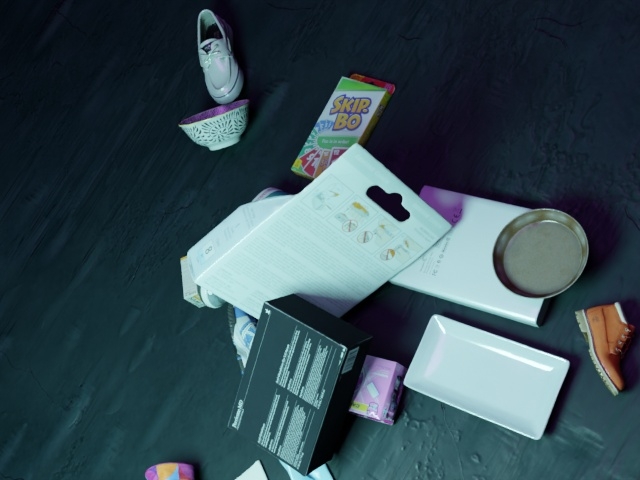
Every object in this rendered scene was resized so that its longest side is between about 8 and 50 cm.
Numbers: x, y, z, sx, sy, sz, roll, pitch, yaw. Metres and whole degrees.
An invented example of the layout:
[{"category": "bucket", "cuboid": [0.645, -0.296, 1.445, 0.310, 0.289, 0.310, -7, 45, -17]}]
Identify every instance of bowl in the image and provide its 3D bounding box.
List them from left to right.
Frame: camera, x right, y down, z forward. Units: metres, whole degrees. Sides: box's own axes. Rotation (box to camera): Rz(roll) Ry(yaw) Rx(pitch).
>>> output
[{"category": "bowl", "cuboid": [-0.227, -0.253, 2.056, 0.170, 0.170, 0.080, -12, 107, 25]}]

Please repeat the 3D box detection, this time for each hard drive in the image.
[{"category": "hard drive", "cuboid": [0.292, 0.022, 1.681, 0.308, 0.040, 0.203, 16, 77, 33]}]

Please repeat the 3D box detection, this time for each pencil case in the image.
[{"category": "pencil case", "cuboid": [-0.279, 0.543, 1.732, 0.104, 0.104, 0.236, -20, 59, 20]}]

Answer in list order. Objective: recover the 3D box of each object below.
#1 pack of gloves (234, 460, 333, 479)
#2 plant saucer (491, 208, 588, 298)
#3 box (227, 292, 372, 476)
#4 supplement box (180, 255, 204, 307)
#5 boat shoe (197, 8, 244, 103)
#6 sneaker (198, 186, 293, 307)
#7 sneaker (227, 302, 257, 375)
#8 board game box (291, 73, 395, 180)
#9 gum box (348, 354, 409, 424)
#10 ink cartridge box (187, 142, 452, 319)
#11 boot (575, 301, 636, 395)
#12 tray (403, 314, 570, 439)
[{"category": "pack of gloves", "cuboid": [-0.061, 0.483, 1.668, 0.195, 0.046, 0.232, -39, 55, 8]}, {"category": "plant saucer", "cuboid": [0.383, 0.026, 1.585, 0.168, 0.029, 0.168, -12, 64, 25]}, {"category": "box", "cuboid": [-0.039, 0.254, 1.629, 0.184, 0.103, 0.261, 26, 110, 25]}, {"category": "supplement box", "cuboid": [-0.265, 0.086, 1.952, 0.036, 0.062, 0.098, -21, 59, 19]}, {"category": "boat shoe", "cuboid": [-0.246, -0.440, 2.154, 0.096, 0.088, 0.267, -21, 55, 20]}, {"category": "sneaker", "cuboid": [-0.103, 0.029, 1.838, 0.178, 0.124, 0.295, 16, 63, 39]}, {"category": "sneaker", "cuboid": [-0.136, 0.202, 1.831, 0.081, 0.080, 0.211, -16, 55, -7]}, {"category": "board game box", "cuboid": [0.050, -0.240, 1.943, 0.124, 0.039, 0.259, 23, 78, 34]}, {"category": "gum box", "cuboid": [0.065, 0.264, 1.685, 0.188, 0.062, 0.107, 9, 74, 32]}, {"category": "ink cartridge box", "cuboid": [0.000, 0.000, 1.659, 0.385, 0.308, 0.091, -40, 42, 16]}, {"category": "boot", "cuboid": [0.482, 0.174, 1.498, 0.085, 0.059, 0.158, -19, 59, 15]}, {"category": "tray", "cuboid": [0.288, 0.235, 1.594, 0.270, 0.030, 0.145, 18, 79, 34]}]
